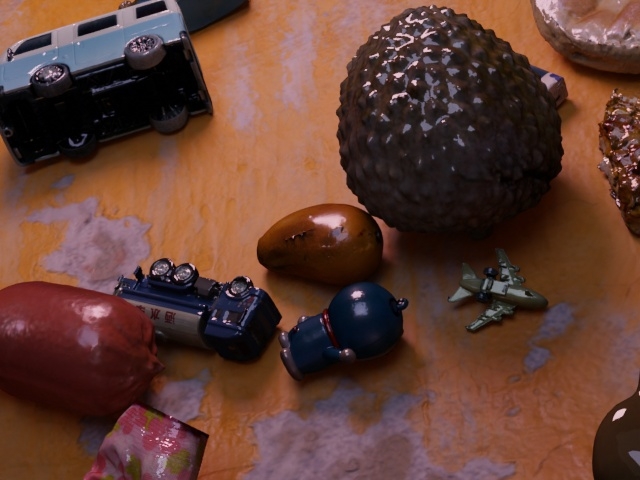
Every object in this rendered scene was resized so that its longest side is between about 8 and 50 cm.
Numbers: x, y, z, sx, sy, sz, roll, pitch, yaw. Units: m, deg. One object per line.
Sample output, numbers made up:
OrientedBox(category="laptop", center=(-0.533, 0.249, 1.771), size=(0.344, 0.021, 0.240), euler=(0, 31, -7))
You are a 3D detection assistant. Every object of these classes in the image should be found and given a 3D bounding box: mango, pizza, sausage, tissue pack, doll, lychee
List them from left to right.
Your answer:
OrientedBox(category="sausage", center=(-0.290, 0.118, 1.979), size=(0.254, 0.148, 0.148), euler=(16, 56, 30))
OrientedBox(category="mango", center=(0.000, -0.003, 2.024), size=(0.159, 0.084, 0.105), euler=(10, 47, 28))
OrientedBox(category="doll", center=(0.029, 0.099, 1.924), size=(0.152, 0.085, 0.114), euler=(-27, 33, 9))
OrientedBox(category="lychee", center=(0.143, -0.129, 1.978), size=(0.255, 0.274, 0.255), euler=(-11, 14, 3))
OrientedBox(category="tissue pack", center=(0.249, -0.183, 2.126), size=(0.083, 0.042, 0.062), euler=(28, 65, 38))
OrientedBox(category="pizza", center=(0.375, -0.091, 1.984), size=(0.127, 0.058, 0.246), euler=(-8, 44, 14))

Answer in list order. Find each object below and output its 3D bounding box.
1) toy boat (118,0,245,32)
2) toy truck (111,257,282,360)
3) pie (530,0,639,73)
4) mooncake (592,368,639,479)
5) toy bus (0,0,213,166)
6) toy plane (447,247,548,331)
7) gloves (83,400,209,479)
OrientedBox(category="toy boat", center=(-0.188, -0.336, 2.408), size=(0.185, 0.075, 0.077), euler=(-28, 48, -1))
OrientedBox(category="toy truck", center=(-0.150, 0.079, 2.010), size=(0.201, 0.074, 0.088), euler=(11, 58, 29))
OrientedBox(category="pie", center=(0.427, -0.321, 2.171), size=(0.337, 0.075, 0.337), euler=(-7, 50, 8))
OrientedBox(category="mooncake", center=(0.432, 0.220, 1.575), size=(0.378, 0.201, 0.378), euler=(-11, 45, 12))
OrientedBox(category="toy bus", center=(-0.293, -0.215, 2.298), size=(0.271, 0.133, 0.165), euler=(-16, 40, 2))
OrientedBox(category="toy plane", center=(0.197, 0.057, 1.926), size=(0.111, 0.040, 0.102), euler=(11, 72, 30))
OrientedBox(category="gloves", center=(-0.204, 0.292, 1.807), size=(0.145, 0.126, 0.241), euler=(24, 82, 13))
